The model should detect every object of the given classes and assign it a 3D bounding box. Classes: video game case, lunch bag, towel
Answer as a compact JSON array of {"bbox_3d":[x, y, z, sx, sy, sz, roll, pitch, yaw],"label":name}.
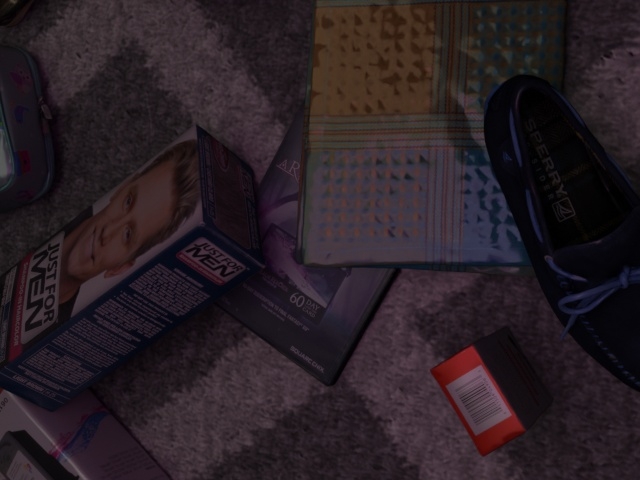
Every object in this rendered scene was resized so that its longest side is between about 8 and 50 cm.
[{"bbox_3d":[0.000,0.000,1.058,0.196,0.026,0.274,34,105,20],"label":"video game case"},{"bbox_3d":[-0.484,-0.141,1.228,0.279,0.108,0.224,-14,83,23],"label":"lunch bag"},{"bbox_3d":[0.117,-0.150,0.968,0.271,0.040,0.370,3,91,9],"label":"towel"}]

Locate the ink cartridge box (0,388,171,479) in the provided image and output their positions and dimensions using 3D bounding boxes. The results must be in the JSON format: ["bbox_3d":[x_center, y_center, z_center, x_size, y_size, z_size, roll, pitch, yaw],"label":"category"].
[{"bbox_3d":[-0.357,0.306,1.169,0.306,0.131,0.226,42,107,19],"label":"ink cartridge box"}]

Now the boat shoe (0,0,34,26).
[{"bbox_3d":[-0.391,-0.332,1.199,0.056,0.049,0.152,43,123,0],"label":"boat shoe"}]

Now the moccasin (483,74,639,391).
[{"bbox_3d":[0.248,0.003,0.869,0.138,0.117,0.342,-35,88,3],"label":"moccasin"}]

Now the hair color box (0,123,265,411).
[{"bbox_3d":[-0.232,0.036,1.078,0.347,0.105,0.174,-34,41,21],"label":"hair color box"}]

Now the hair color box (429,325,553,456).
[{"bbox_3d":[0.171,0.143,0.905,0.053,0.167,0.093,-35,77,20],"label":"hair color box"}]
